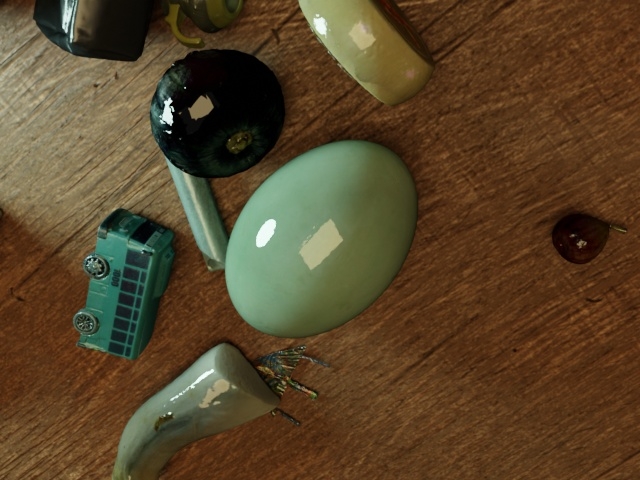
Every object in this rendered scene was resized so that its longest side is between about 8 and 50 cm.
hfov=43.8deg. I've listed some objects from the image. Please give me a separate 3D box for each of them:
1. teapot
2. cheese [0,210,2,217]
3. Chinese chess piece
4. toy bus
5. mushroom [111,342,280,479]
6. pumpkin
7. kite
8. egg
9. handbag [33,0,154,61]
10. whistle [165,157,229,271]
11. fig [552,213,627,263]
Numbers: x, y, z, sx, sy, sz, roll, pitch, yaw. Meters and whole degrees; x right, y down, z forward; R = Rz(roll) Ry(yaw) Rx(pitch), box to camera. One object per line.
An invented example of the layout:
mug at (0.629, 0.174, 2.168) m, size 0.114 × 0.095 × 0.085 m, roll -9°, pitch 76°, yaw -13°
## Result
teapot at (-0.203, -0.396, 1.320) m, size 0.119 × 0.130 × 0.166 m, roll 9°, pitch 74°, yaw 19°
cheese at (-0.735, 0.042, 1.464) m, size 0.124 × 0.265 × 0.242 m, roll 31°, pitch 108°, yaw -3°
Chinese chess piece at (0.076, -0.328, 1.246) m, size 0.097 × 0.251 × 0.251 m, roll -38°, pitch 100°, yaw 21°
toy bus at (-0.365, 0.083, 1.503) m, size 0.147 × 0.128 × 0.256 m, roll 17°, pitch 111°, yaw 0°
mushroom at (-0.288, 0.377, 1.590) m, size 0.397 × 0.126 × 0.177 m, roll -36°, pitch 104°, yaw 13°
pumpkin at (-0.168, -0.211, 1.334) m, size 0.233 × 0.233 × 0.163 m, roll -51°, pitch 53°, yaw 18°
kite at (-0.076, 0.277, 1.589) m, size 0.160 × 0.010 × 0.183 m, roll 25°, pitch 112°, yaw 3°
egg at (0.000, 0.000, 1.349) m, size 0.276 × 0.276 × 0.389 m, roll 39°, pitch 106°, yaw -6°
handbag at (-0.350, -0.455, 1.305) m, size 0.178 × 0.275 × 0.302 m, roll 5°, pitch 106°, yaw -29°
whistle at (-0.231, -0.088, 1.464) m, size 0.062 × 0.062 × 0.312 m, roll -14°, pitch 105°, yaw 12°
fig at (0.473, -0.013, 1.396) m, size 0.125 × 0.089 × 0.089 m, roll -21°, pitch 106°, yaw -13°
